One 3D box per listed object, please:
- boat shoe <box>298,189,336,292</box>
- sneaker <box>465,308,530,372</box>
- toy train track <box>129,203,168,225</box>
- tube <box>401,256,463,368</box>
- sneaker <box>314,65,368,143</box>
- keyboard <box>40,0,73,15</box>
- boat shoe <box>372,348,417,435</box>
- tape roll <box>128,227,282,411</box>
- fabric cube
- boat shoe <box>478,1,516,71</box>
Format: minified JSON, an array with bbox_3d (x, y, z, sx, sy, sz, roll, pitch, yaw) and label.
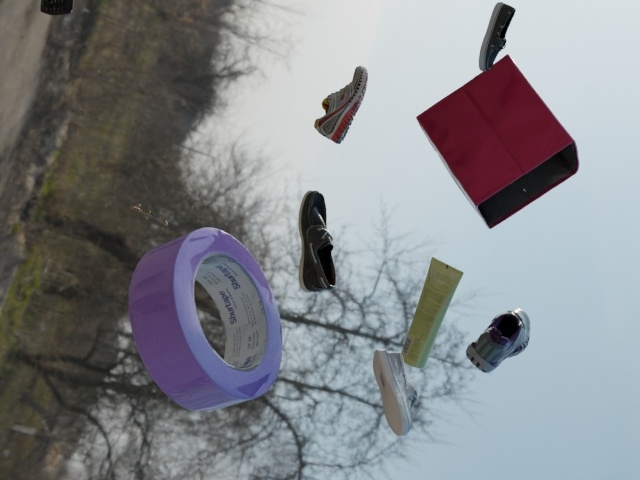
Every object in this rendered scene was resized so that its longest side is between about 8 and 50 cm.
[{"bbox_3d":[0.000,0.000,1.683,0.079,0.084,0.233,-7,-100,40],"label":"boat shoe"},{"bbox_3d":[0.359,0.167,1.399,0.223,0.083,0.098,-29,156,-51],"label":"sneaker"},{"bbox_3d":[-0.316,-0.049,1.388,0.014,0.083,0.048,-60,160,-15],"label":"toy train track"},{"bbox_3d":[0.244,0.164,1.657,0.062,0.070,0.240,-57,164,-79],"label":"tube"},{"bbox_3d":[0.056,-0.359,1.904,0.088,0.092,0.225,103,13,-68],"label":"sneaker"},{"bbox_3d":[-0.418,-0.446,1.159,0.100,0.038,0.192,5,-91,33],"label":"keyboard"},{"bbox_3d":[0.142,0.270,1.342,0.184,0.063,0.066,-109,-156,-55],"label":"boat shoe"},{"bbox_3d":[-0.171,0.122,1.170,0.090,0.275,0.275,-20,-139,24],"label":"tape roll"},{"bbox_3d":[0.416,-0.220,1.743,0.259,0.254,0.258,-34,-111,11],"label":"fabric cube"},{"bbox_3d":[0.358,-0.410,1.520,0.049,0.040,0.142,-26,135,-48],"label":"boat shoe"}]
